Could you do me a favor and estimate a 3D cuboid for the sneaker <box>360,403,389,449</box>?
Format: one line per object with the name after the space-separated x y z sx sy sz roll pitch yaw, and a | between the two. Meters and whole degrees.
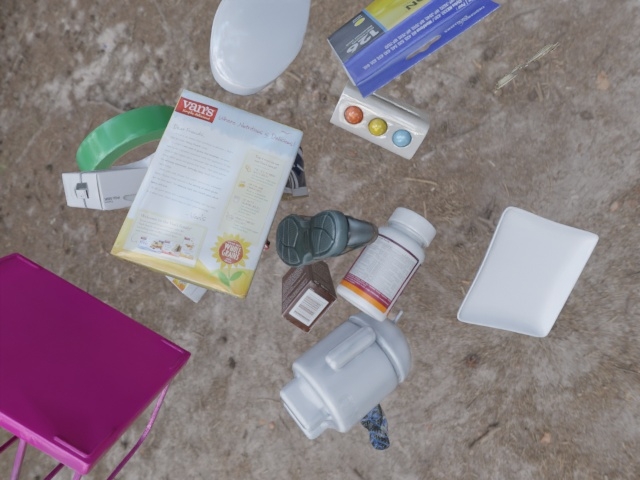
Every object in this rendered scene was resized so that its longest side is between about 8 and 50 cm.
0.175 0.584 1.457 0.080 0.081 0.211 -11 108 11 | sneaker

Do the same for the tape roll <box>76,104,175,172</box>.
-0.499 -0.244 1.231 0.321 0.321 0.077 -34 83 16 | tape roll

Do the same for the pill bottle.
0.141 0.048 0.928 0.121 0.121 0.221 31 82 26 | pill bottle

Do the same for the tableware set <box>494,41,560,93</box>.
0.478 -0.408 1.031 0.020 0.141 0.168 54 139 -5 | tableware set

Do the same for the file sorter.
-0.364 0.189 0.556 0.290 0.202 0.182 29 111 3 | file sorter

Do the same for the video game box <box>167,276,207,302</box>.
-0.258 0.025 0.975 0.187 0.048 0.205 -55 32 -12 | video game box

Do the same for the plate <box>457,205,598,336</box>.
0.466 0.077 1.015 0.045 0.277 0.278 -127 54 -65 | plate

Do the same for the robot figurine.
0.075 0.309 1.063 0.353 0.300 0.200 -35 61 -20 | robot figurine

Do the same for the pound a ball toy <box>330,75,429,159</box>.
0.169 -0.395 1.297 0.318 0.136 0.208 24 131 -6 | pound a ball toy

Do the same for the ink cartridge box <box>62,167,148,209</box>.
-0.334 -0.086 0.708 0.135 0.099 0.056 7 107 40 | ink cartridge box

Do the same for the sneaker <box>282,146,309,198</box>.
-0.109 -0.181 1.142 0.099 0.282 0.153 -5 93 17 | sneaker

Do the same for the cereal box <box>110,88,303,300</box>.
-0.139 -0.062 0.581 0.172 0.047 0.240 20 75 -4 | cereal box

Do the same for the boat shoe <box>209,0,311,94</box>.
-0.076 -0.310 0.600 0.102 0.108 0.302 -27 46 62 | boat shoe

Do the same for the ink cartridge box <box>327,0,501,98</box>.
0.171 -0.467 0.948 0.303 0.072 0.307 -32 35 13 | ink cartridge box

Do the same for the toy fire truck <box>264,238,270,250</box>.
-0.234 -0.028 1.366 0.135 0.047 0.192 -23 48 7 | toy fire truck

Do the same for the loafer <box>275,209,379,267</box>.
0.000 0.000 0.760 0.267 0.084 0.096 176 96 -65 | loafer

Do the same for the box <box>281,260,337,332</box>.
-0.057 0.198 1.837 0.143 0.381 0.191 36 102 -16 | box
